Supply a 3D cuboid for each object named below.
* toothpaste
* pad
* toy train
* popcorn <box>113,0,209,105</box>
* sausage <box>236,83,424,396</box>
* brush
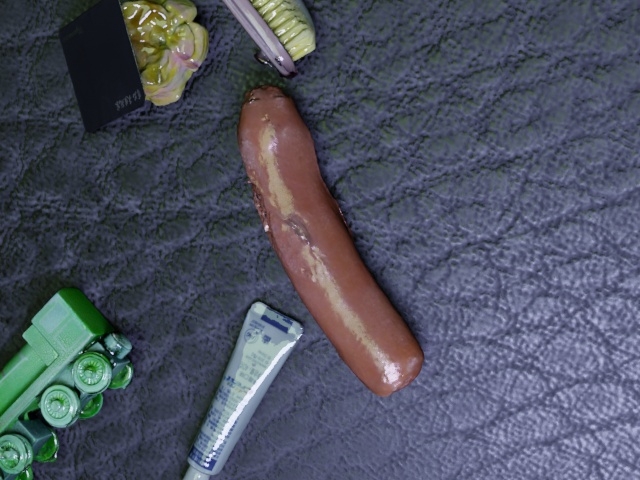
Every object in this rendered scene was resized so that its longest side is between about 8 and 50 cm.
[{"bbox_3d":[-0.088,0.169,1.290,0.062,0.037,0.216,27,96,9],"label":"toothpaste"},{"bbox_3d":[-0.217,-0.173,1.247,0.157,0.003,0.112,-13,93,57],"label":"pad"},{"bbox_3d":[-0.303,0.168,1.318,0.251,0.085,0.119,-45,80,11],"label":"toy train"},{"bbox_3d":[-0.167,-0.188,1.247,0.097,0.089,0.109,35,128,25],"label":"popcorn"},{"bbox_3d":[-0.001,0.002,1.233,0.087,0.079,0.327,-29,87,24],"label":"sausage"},{"bbox_3d":[-0.107,-0.293,1.244,0.067,0.072,0.313,-38,83,-10],"label":"brush"}]
